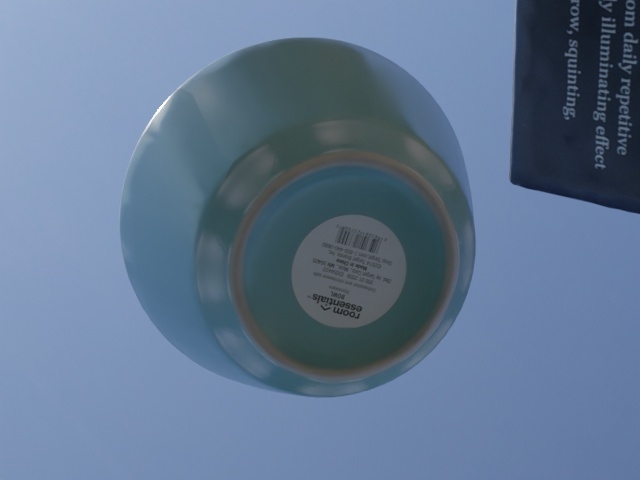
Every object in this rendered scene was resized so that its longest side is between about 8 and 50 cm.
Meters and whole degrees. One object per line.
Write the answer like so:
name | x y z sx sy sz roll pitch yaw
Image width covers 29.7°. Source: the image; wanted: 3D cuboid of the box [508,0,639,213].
box | 0.313 -0.151 0.580 0.395 0.294 0.212 17 -151 37

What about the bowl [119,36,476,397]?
bowl | 0.000 0.000 0.968 0.311 0.163 0.312 -3 -75 -13
